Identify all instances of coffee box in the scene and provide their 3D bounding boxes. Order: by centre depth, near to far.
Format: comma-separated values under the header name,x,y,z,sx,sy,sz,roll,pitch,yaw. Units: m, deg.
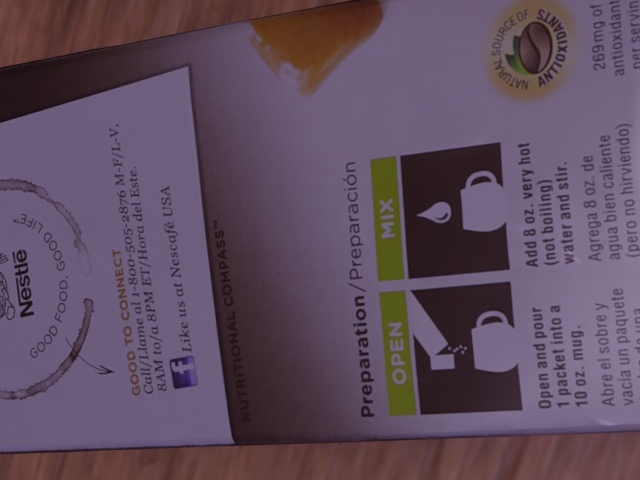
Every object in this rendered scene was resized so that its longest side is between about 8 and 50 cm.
name,x,y,z,sx,sy,sz,roll,pitch,yaw
coffee box,0.000,0.000,0.411,0.246,0.141,0.098,-6,86,29
